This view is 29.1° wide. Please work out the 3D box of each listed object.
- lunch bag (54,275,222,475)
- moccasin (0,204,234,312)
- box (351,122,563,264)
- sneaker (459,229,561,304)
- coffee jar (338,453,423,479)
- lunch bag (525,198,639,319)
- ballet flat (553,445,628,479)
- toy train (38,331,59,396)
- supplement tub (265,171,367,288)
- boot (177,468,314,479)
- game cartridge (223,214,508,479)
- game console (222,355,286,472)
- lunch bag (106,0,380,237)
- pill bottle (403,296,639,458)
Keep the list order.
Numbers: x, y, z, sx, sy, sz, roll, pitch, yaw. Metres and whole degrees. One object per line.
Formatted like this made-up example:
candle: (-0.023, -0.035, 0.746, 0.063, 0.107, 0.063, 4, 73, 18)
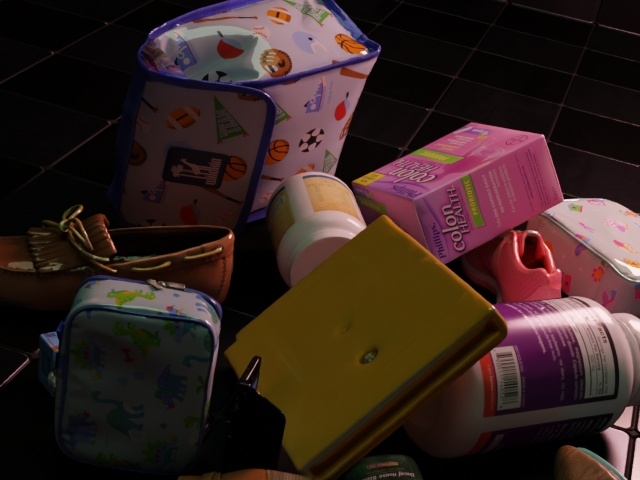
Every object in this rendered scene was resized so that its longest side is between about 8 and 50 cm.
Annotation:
lunch bag: (-0.207, 0.149, 1.374, 0.176, 0.219, 0.090, 8, 26, -5)
moccasin: (-0.304, 0.019, 1.670, 0.380, 0.147, 0.139, 5, 27, -12)
box: (0.211, -0.077, 1.925, 0.243, 0.117, 0.213, -27, 20, -17)
sneaker: (0.306, 0.031, 1.887, 0.116, 0.136, 0.314, 4, 27, -15)
coffee jar: (0.085, 0.313, 1.319, 0.096, 0.079, 0.184, -3, 30, -16)
lunch bag: (0.478, 0.033, 1.979, 0.224, 0.108, 0.279, -4, 31, -33)
ballet flat: (0.334, 0.354, 1.330, 0.124, 0.116, 0.342, -25, 44, -21)
toy train: (-0.255, 0.150, 1.516, 0.184, 0.080, 0.105, -7, 26, -31)
supplement tub: (0.000, 0.000, 1.823, 0.144, 0.144, 0.200, 4, 28, -13)
boot: (-0.088, 0.318, 1.273, 0.152, 0.073, 0.197, 1, 33, 4)
game cartridge: (0.040, 0.121, 1.488, 0.285, 0.053, 0.324, -39, 28, -2)
game console: (-0.067, 0.213, 1.411, 0.071, 0.122, 0.107, 16, 27, 8)
lunch bag: (-0.134, -0.184, 1.890, 0.385, 0.328, 0.239, -19, 55, -35)
pill bottle: (0.263, 0.167, 1.558, 0.323, 0.181, 0.181, -4, 30, -27)
